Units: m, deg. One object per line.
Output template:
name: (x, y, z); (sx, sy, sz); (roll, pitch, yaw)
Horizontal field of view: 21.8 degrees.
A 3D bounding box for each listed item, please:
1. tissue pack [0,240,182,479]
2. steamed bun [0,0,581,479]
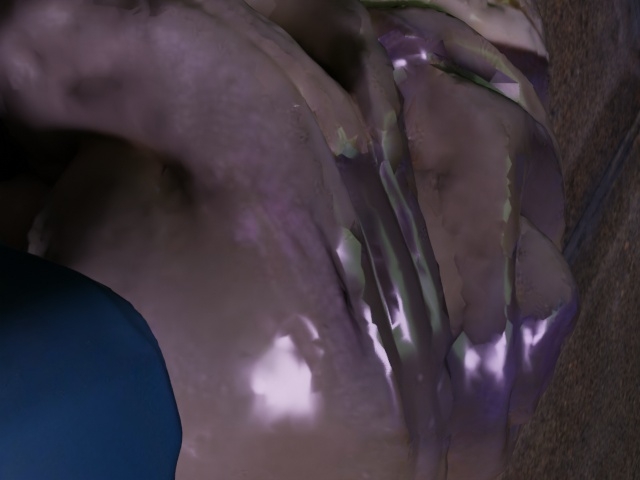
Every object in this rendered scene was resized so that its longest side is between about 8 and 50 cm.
tissue pack: (-0.161, 0.153, 0.580); (0.206, 0.198, 0.287); (-32, 127, -47)
steamed bun: (0.000, 0.000, 0.772); (0.352, 0.247, 0.339); (-20, 113, -54)
